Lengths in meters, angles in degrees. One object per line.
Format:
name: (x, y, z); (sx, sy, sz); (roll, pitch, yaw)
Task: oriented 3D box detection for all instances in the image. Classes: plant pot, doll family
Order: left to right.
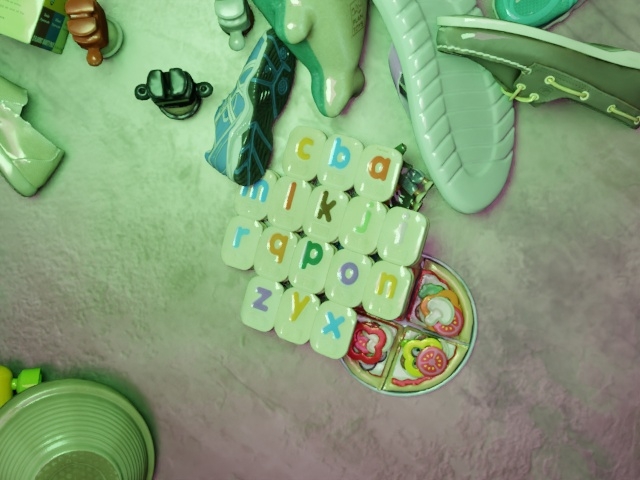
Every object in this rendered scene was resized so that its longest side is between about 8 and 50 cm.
plant pot: (-0.327, 0.309, 1.382); (0.237, 0.110, 0.237); (-5, 103, -21)
doll family: (0.062, -0.042, 1.395); (0.111, 0.076, 0.193); (35, 93, 10)

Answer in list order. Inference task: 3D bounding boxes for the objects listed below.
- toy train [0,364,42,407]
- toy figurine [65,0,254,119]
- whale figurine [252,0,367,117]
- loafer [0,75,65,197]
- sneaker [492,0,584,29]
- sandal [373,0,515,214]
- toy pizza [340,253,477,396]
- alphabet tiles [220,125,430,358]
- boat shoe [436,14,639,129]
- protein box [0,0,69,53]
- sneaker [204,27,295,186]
toy train: (-0.444, 0.189, 1.429); (0.143, 0.105, 0.248); (0, 94, -8)
toy figurine: (-0.201, -0.284, 1.364); (0.213, 0.148, 0.209); (36, 89, 1)
whale figurine: (-0.017, -0.296, 1.339); (0.141, 0.216, 0.272); (3, 122, 26)
loafer: (-0.438, -0.187, 1.401); (0.092, 0.102, 0.268); (-35, 106, -10)
sneaker: (0.339, -0.368, 1.347); (0.275, 0.110, 0.107); (-36, 92, 5)
sandal: (0.143, -0.237, 1.365); (0.169, 0.102, 0.416); (-26, 104, -30)
toy pizza: (0.113, 0.115, 1.430); (0.201, 0.032, 0.201); (0, 94, 2)
alphabet tiles: (0.000, 0.000, 1.369); (0.284, 0.021, 0.278); (17, 95, 30)
boat shoe: (0.286, -0.214, 1.326); (0.324, 0.116, 0.097); (8, 103, -23)
protein box: (-0.413, -0.375, 1.363); (0.200, 0.136, 0.201); (21, 95, 1)
sneaker: (-0.098, -0.182, 1.386); (0.081, 0.080, 0.211); (21, 93, 35)
